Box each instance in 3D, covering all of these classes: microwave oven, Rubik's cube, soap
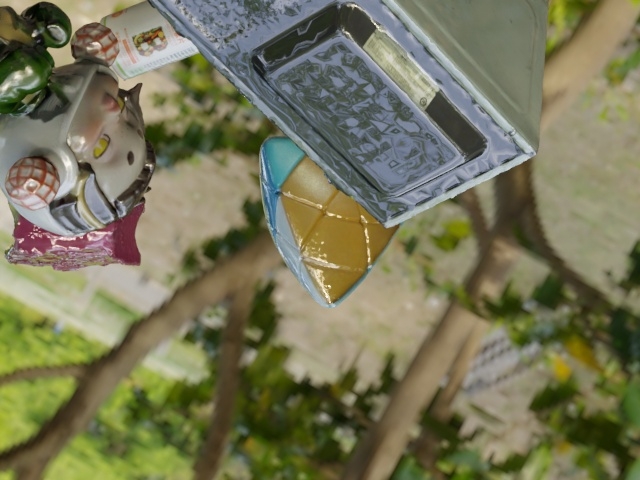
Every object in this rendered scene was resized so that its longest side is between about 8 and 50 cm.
[{"bbox_3d":[0.028,-0.227,1.599,0.218,0.286,0.355,-26,126,33],"label":"microwave oven"},{"bbox_3d":[0.000,0.000,2.374,0.254,0.254,0.254,29,172,4],"label":"Rubik's cube"},{"bbox_3d":[-0.315,-0.022,2.141,0.182,0.112,0.289,4,175,-13],"label":"soap"}]

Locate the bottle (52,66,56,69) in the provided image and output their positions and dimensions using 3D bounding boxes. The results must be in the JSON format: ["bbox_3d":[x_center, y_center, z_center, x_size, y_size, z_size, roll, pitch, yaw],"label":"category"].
[{"bbox_3d":[-0.422,-0.187,2.004,0.148,0.147,0.236,26,179,27],"label":"bottle"}]

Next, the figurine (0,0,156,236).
[{"bbox_3d":[-0.302,-0.147,1.774,0.167,0.281,0.370,-11,130,25],"label":"figurine"}]

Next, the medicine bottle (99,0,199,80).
[{"bbox_3d":[-0.179,-0.270,2.088,0.183,0.086,0.086,-19,155,13],"label":"medicine bottle"}]
